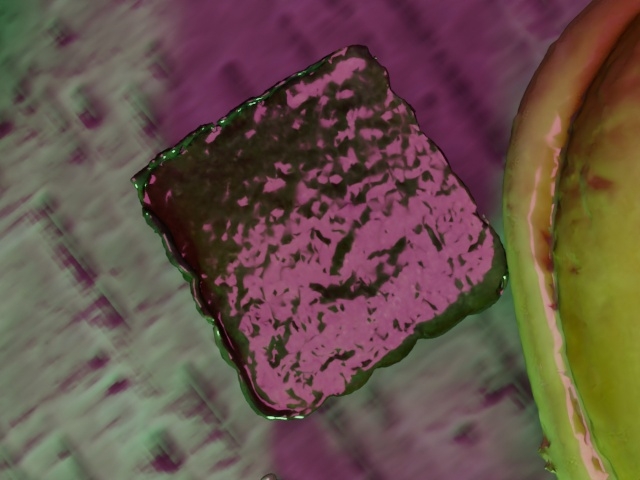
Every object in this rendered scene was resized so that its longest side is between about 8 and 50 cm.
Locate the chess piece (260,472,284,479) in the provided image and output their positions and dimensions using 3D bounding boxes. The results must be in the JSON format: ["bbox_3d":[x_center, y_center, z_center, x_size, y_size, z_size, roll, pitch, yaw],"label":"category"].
[{"bbox_3d":[0.003,0.207,0.856,0.059,0.059,0.149,-31,75,0],"label":"chess piece"}]

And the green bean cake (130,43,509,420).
[{"bbox_3d":[0.000,0.000,0.858,0.173,0.094,0.181,-33,81,-1],"label":"green bean cake"}]

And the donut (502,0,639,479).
[{"bbox_3d":[0.309,0.024,0.782,0.448,0.198,0.449,-1,82,4],"label":"donut"}]
